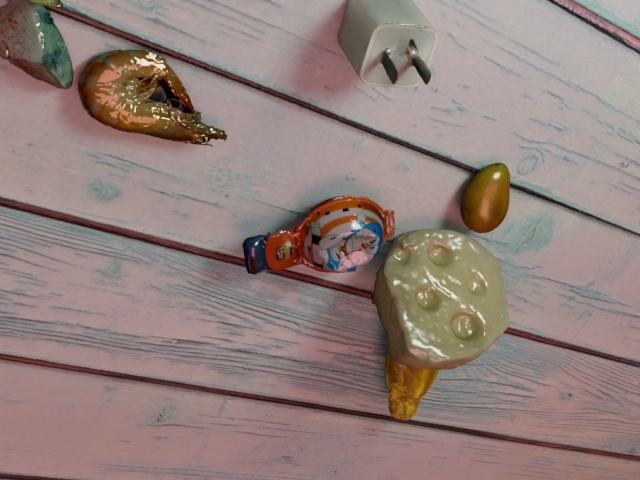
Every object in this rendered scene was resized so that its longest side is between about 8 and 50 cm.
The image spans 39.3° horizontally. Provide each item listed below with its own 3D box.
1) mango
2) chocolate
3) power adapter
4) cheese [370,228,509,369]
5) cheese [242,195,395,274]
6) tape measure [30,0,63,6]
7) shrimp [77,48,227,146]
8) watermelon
[{"bbox_3d":[0.362,-0.092,1.970,0.111,0.089,0.163,-20,127,-21],"label":"mango"},{"bbox_3d":[0.226,0.296,2.225,0.162,0.162,0.445,-9,135,-15],"label":"chocolate"},{"bbox_3d":[0.126,-0.333,1.560,0.130,0.205,0.125,1,130,-22],"label":"power adapter"},{"bbox_3d":[0.259,0.133,1.974,0.326,0.318,0.115,-49,-178,-28],"label":"cheese"},{"bbox_3d":[0.000,0.000,1.872,0.329,0.129,0.217,-12,133,-11],"label":"cheese"},{"bbox_3d":[-0.436,-0.441,1.307,0.154,0.087,0.177,6,126,-27],"label":"tape measure"},{"bbox_3d":[-0.282,-0.248,1.577,0.287,0.063,0.152,14,113,-30],"label":"shrimp"},{"bbox_3d":[-0.461,-0.303,1.456,0.094,0.081,0.180,-14,135,27],"label":"watermelon"}]
